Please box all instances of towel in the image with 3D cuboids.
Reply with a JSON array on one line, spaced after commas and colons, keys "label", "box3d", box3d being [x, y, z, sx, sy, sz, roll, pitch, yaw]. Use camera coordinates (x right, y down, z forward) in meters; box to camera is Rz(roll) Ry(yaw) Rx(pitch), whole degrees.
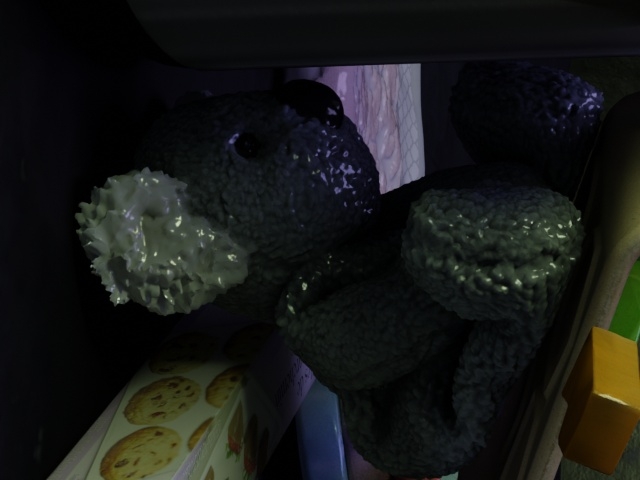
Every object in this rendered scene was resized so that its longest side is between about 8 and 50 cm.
[{"label": "towel", "box3d": [0.031, -0.110, 1.236, 0.317, 0.053, 0.332, 31, 59, -73]}]

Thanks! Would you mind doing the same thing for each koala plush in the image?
[{"label": "koala plush", "box3d": [0.000, 0.000, 0.809, 0.196, 0.221, 0.203, -67, 178, -58]}]

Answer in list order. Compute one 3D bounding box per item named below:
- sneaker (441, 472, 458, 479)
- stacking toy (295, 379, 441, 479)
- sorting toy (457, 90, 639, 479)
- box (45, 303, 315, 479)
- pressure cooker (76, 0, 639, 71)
[{"label": "sneaker", "box3d": [0.143, 0.254, 1.471, 0.256, 0.151, 0.094, -63, 151, -59]}, {"label": "stacking toy", "box3d": [0.017, 0.195, 1.023, 0.279, 0.130, 0.309, 77, 7, -66]}, {"label": "sorting toy", "box3d": [0.113, 0.072, 0.733, 0.307, 0.041, 0.229, -66, 177, -68]}, {"label": "box", "box3d": [-0.058, 0.087, 0.854, 0.324, 0.067, 0.063, -53, 141, -66]}, {"label": "pressure cooker", "box3d": [0.096, -0.266, 0.744, 0.375, 0.420, 0.370, -37, 126, -72]}]
